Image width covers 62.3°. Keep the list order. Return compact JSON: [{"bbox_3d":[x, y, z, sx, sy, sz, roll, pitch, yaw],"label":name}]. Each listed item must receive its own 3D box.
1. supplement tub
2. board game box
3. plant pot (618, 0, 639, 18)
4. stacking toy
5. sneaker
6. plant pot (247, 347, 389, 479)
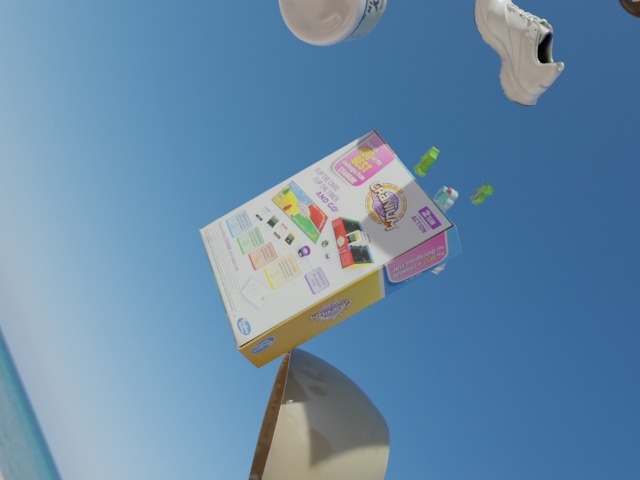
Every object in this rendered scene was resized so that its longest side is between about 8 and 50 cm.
[{"bbox_3d":[0.048,-0.666,1.450,0.235,0.325,0.235,9,-64,18],"label":"supplement tub"},{"bbox_3d":[0.000,0.000,0.759,0.242,0.316,0.064,62,1,42],"label":"board game box"},{"bbox_3d":[0.606,-0.458,0.883,0.215,0.230,0.215,43,-29,32],"label":"plant pot"},{"bbox_3d":[0.220,-0.050,1.039,0.221,0.167,0.052,-57,-154,18],"label":"stacking toy"},{"bbox_3d":[0.434,-0.444,1.146,0.129,0.111,0.297,-40,-114,57],"label":"sneaker"},{"bbox_3d":[0.002,0.334,0.860,0.284,0.191,0.284,-164,-90,-86],"label":"plant pot"}]
